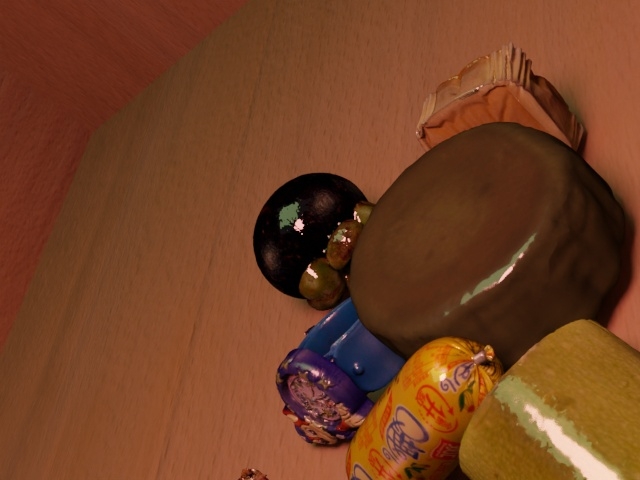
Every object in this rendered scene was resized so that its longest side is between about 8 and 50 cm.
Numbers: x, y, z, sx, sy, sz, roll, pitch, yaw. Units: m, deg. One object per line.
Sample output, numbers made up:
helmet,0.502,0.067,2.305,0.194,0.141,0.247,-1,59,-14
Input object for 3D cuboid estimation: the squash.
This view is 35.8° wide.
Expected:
squash,0.323,0.253,1.020,0.233,0.210,0.309,-50,57,1

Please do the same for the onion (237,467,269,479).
onion,-0.021,0.366,1.225,0.195,0.218,0.140,-33,0,-42

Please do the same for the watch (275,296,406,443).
watch,0.039,0.179,1.451,0.196,0.171,0.200,-12,33,53

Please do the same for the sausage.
sausage,0.119,0.229,1.197,0.347,0.123,0.123,117,167,-45

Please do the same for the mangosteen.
mangosteen,0.000,0.000,1.661,0.243,0.243,0.243,-37,31,27

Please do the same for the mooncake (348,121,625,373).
mooncake,0.220,0.023,1.303,0.356,0.194,0.356,-32,35,26

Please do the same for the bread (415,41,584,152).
bread,0.260,-0.161,1.440,0.192,0.210,0.110,-32,30,33
